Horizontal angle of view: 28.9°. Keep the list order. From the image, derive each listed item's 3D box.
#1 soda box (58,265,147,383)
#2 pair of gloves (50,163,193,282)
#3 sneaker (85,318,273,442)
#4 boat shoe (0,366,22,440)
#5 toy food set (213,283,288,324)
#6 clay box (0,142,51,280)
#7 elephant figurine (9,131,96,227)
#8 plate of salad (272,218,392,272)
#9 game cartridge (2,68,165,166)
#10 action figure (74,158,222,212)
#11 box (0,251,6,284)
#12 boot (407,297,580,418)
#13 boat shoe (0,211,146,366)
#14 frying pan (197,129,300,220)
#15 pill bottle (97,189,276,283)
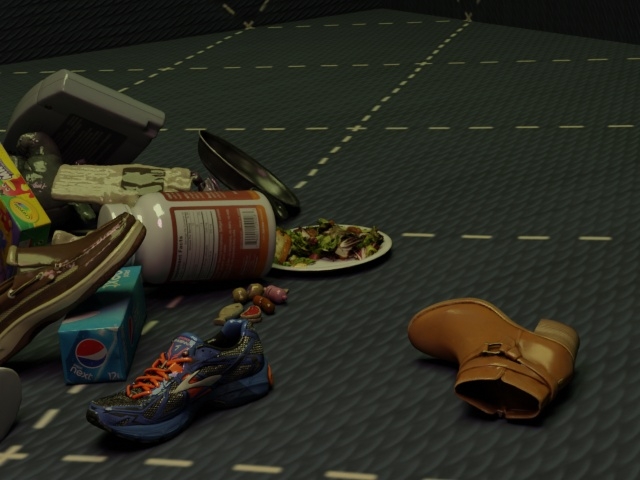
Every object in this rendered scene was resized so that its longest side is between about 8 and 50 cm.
[{"bbox_3d":[-0.254,0.096,1.471,0.071,0.067,0.210,-4,17,0],"label":"soda box"},{"bbox_3d":[-0.280,-0.022,1.756,0.204,0.042,0.240,-2,47,-4],"label":"pair of gloves"},{"bbox_3d":[-0.147,0.139,1.279,0.083,0.087,0.221,12,24,43],"label":"sneaker"},{"bbox_3d":[-0.381,0.189,1.210,0.076,0.080,0.228,5,27,21],"label":"boat shoe"},{"bbox_3d":[-0.082,0.076,1.569,0.078,0.019,0.122,0,18,14],"label":"toy food set"},{"bbox_3d":[-0.455,-0.058,1.728,0.053,0.127,0.222,-19,59,-36],"label":"clay box"},{"bbox_3d":[-0.506,-0.062,1.903,0.239,0.169,0.186,-17,-3,-37],"label":"elephant figurine"},{"bbox_3d":[0.000,0.000,1.742,0.200,0.048,0.200,-4,17,1],"label":"plate of salad"},{"bbox_3d":[-0.397,-0.169,1.999,0.198,0.062,0.297,26,-32,-22],"label":"game cartridge"},{"bbox_3d":[-0.254,-0.055,1.899,0.285,0.099,0.185,17,20,41],"label":"action figure"},{"bbox_3d":[-0.486,-0.007,1.557,0.117,0.243,0.213,-5,17,-2],"label":"box"},{"bbox_3d":[0.161,0.124,1.286,0.197,0.073,0.152,2,23,26],"label":"boot"},{"bbox_3d":[-0.319,0.042,1.415,0.257,0.095,0.095,-40,15,-5],"label":"boat shoe"},{"bbox_3d":[-0.086,-0.071,1.916,0.197,0.053,0.326,28,14,-45],"label":"frying pan"},{"bbox_3d":[-0.177,-0.005,1.631,0.216,0.121,0.121,-2,15,-24],"label":"pill bottle"}]
